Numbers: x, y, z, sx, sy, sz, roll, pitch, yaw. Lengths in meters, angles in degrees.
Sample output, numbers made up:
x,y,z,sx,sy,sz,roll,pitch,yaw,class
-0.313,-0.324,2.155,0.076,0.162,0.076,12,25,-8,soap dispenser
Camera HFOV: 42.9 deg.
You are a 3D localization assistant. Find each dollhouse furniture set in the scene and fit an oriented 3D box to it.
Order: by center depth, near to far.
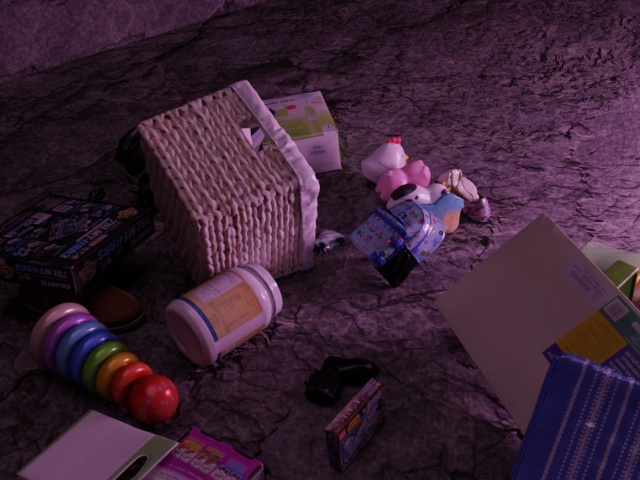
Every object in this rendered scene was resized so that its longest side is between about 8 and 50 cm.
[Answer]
x,y,z,sx,sy,sz,roll,pitch,yaw,class
0.549,0.052,1.594,0.302,0.151,0.198,-33,41,-33,dollhouse furniture set

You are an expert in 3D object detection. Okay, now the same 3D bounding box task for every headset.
x,y,z,sx,sy,sz,roll,pitch,yaw,class
-0.437,-0.164,2.046,0.394,0.243,0.185,-17,19,27,headset

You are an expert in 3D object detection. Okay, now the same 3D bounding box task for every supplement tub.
x,y,z,sx,sy,sz,roll,pitch,yaw,class
-0.189,0.141,1.611,0.200,0.144,0.144,-32,41,-32,supplement tub

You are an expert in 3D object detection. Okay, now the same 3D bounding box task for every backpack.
x,y,z,sx,sy,sz,roll,pitch,yaw,class
0.171,-0.012,1.744,0.173,0.117,0.158,-41,36,5,backpack

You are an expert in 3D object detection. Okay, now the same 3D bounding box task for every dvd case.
x,y,z,sx,sy,sz,roll,pitch,yaw,class
-0.200,-0.199,2.046,0.022,0.253,0.180,34,43,4,dvd case

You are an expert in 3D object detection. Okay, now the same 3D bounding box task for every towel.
x,y,z,sx,sy,sz,roll,pitch,yaw,class
0.462,0.325,1.183,0.336,0.040,0.243,18,81,32,towel

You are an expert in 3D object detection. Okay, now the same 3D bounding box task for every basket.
x,y,z,sx,sy,sz,roll,pitch,yaw,class
-0.194,-0.098,1.738,0.267,0.331,0.328,-23,58,-19,basket

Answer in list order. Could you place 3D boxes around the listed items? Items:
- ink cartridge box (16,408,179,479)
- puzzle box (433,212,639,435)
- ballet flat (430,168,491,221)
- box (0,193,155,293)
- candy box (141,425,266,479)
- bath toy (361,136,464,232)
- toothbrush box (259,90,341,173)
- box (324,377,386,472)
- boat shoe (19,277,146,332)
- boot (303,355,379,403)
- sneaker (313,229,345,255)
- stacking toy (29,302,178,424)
x,y,z,sx,sy,sz,roll,pitch,yaw,class
-0.362,0.375,1.346,0.235,0.056,0.171,9,36,36,ink cartridge box
0.394,0.161,1.403,0.272,0.052,0.409,-39,41,10,puzzle box
0.335,-0.123,1.962,0.077,0.079,0.221,-19,35,-19,ballet flat
-0.565,-0.001,1.782,0.294,0.073,0.295,9,31,21,box
-0.217,0.415,1.273,0.159,0.071,0.233,19,41,34,candy box
0.218,-0.139,1.968,0.152,0.129,0.348,16,24,-30,bath toy
-0.071,-0.294,2.258,0.206,0.122,0.283,-10,32,-4,toothbrush box
0.061,0.308,1.360,0.027,0.093,0.137,19,41,33,box
-0.521,0.119,1.742,0.308,0.104,0.110,7,36,20,boat shoe
0.036,0.256,1.485,0.121,0.045,0.099,4,32,29,boot
0.000,0.000,1.885,0.098,0.038,0.069,-14,32,-27,sneaker
-0.392,0.242,1.531,0.330,0.141,0.141,25,45,29,stacking toy
